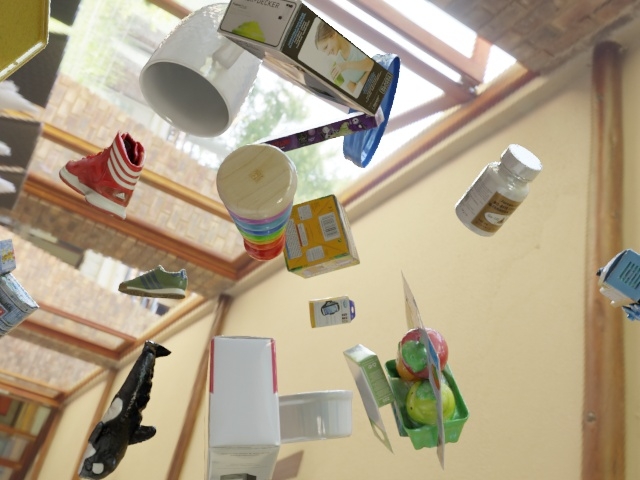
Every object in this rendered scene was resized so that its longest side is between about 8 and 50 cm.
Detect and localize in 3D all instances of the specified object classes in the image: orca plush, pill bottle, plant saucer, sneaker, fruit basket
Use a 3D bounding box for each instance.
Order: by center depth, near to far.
[{"bbox_3d":[-0.348,-0.123,1.112,0.221,0.087,0.128,31,-89,44],"label":"sneaker"},{"bbox_3d":[-0.553,-0.409,1.150,0.332,0.081,0.332,-75,-173,-51],"label":"plant saucer"},{"bbox_3d":[-0.361,0.348,1.322,0.287,0.102,0.151,-63,178,-23],"label":"orca plush"},{"bbox_3d":[0.226,0.297,1.560,0.166,0.353,0.327,-16,-147,1],"label":"fruit basket"},{"bbox_3d":[0.465,-0.130,1.747,0.229,0.131,0.131,-57,-158,34],"label":"pill bottle"},{"bbox_3d":[-0.454,0.110,1.843,0.064,0.192,0.086,72,24,-66],"label":"sneaker"}]

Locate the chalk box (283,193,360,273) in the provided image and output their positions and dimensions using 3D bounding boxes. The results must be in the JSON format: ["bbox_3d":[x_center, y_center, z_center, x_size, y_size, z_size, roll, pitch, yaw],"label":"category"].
[{"bbox_3d":[0.000,0.000,1.930,0.289,0.179,0.180,44,31,-76],"label":"chalk box"}]

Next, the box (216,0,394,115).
[{"bbox_3d":[-0.020,-0.328,1.181,0.169,0.290,0.087,29,-84,36],"label":"box"}]

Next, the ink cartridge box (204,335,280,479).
[{"bbox_3d":[-0.159,0.357,1.302,0.306,0.131,0.226,102,-15,-50],"label":"ink cartridge box"}]

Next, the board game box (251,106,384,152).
[{"bbox_3d":[-0.011,-0.284,1.774,0.347,0.056,0.208,-14,-172,13],"label":"board game box"}]

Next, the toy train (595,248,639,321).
[{"bbox_3d":[0.489,0.072,1.048,0.080,0.105,0.184,-53,164,2],"label":"toy train"}]

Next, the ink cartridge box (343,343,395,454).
[{"bbox_3d":[0.134,0.379,1.629,0.056,0.235,0.171,-24,-176,-11],"label":"ink cartridge box"}]

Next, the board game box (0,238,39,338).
[{"bbox_3d":[-0.683,0.096,1.372,0.194,0.194,0.060,-38,-178,9],"label":"board game box"}]

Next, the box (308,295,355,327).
[{"bbox_3d":[0.035,0.211,1.995,0.028,0.136,0.081,-133,-143,-74],"label":"box"}]

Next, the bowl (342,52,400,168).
[{"bbox_3d":[0.169,-0.435,2.242,0.391,0.077,0.391,19,90,-79],"label":"bowl"}]

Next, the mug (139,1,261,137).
[{"bbox_3d":[-0.278,-0.511,1.846,0.374,0.276,0.328,-23,-145,50],"label":"mug"}]

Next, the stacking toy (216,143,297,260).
[{"bbox_3d":[-0.110,-0.050,1.289,0.330,0.141,0.141,92,14,-69],"label":"stacking toy"}]

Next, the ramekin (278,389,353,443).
[{"bbox_3d":[-0.033,0.533,2.014,0.277,0.277,0.135,-31,-120,55],"label":"ramekin"}]
